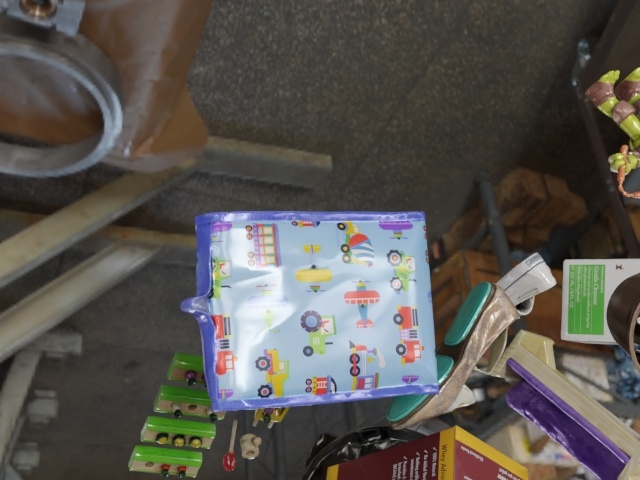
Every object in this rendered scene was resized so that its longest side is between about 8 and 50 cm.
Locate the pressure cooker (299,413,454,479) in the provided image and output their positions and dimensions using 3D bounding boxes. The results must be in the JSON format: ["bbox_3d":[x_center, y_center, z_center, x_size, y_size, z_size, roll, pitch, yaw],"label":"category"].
[{"bbox_3d":[0.161,0.520,1.673,0.376,0.369,0.420,-21,171,11],"label":"pressure cooker"}]

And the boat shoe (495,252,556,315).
[{"bbox_3d":[0.411,0.121,1.843,0.096,0.088,0.267,-26,162,-33],"label":"boat shoe"}]

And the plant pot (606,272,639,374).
[{"bbox_3d":[0.465,0.113,1.151,0.167,0.167,0.165,-7,-176,2],"label":"plant pot"}]

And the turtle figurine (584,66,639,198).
[{"bbox_3d":[0.496,-0.150,1.272,0.270,0.217,0.087,-16,155,-20],"label":"turtle figurine"}]

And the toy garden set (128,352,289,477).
[{"bbox_3d":[-0.159,0.288,1.324,0.204,0.049,0.244,12,123,-22],"label":"toy garden set"}]

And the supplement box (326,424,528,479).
[{"bbox_3d":[0.109,0.332,0.937,0.129,0.191,0.194,35,135,-30],"label":"supplement box"}]

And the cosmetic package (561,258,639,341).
[{"bbox_3d":[0.748,0.142,1.966,0.366,0.196,0.155,-4,169,36],"label":"cosmetic package"}]

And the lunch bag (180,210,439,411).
[{"bbox_3d":[-0.020,0.079,1.013,0.293,0.220,0.138,2,169,-33],"label":"lunch bag"}]

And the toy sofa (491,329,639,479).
[{"bbox_3d":[0.508,0.353,1.739,0.150,0.362,0.177,18,108,-49],"label":"toy sofa"}]

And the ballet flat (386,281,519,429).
[{"bbox_3d":[0.241,0.217,1.494,0.106,0.316,0.107,42,167,-16],"label":"ballet flat"}]
